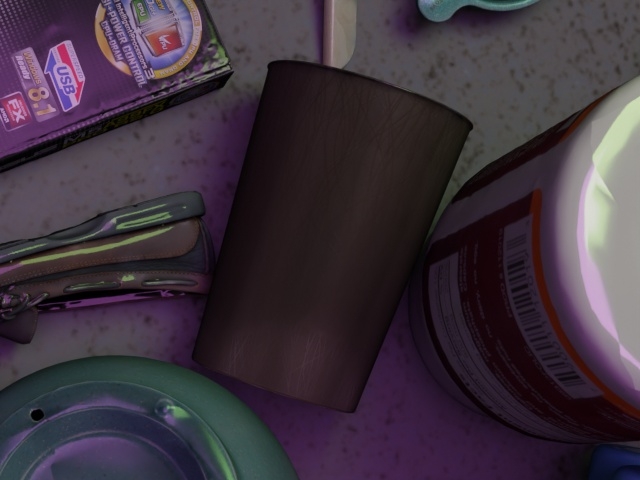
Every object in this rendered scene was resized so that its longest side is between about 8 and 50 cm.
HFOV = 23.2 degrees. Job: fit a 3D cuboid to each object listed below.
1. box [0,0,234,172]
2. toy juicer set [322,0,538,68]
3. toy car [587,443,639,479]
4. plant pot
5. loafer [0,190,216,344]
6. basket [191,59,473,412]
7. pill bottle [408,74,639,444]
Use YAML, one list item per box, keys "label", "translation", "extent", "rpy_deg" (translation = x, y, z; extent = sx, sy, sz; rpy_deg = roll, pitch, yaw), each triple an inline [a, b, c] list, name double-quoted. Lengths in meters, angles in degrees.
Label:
- label: "box"
  translation: [-0.218, -0.206, 1.184]
  extent: [0.216, 0.060, 0.270]
  rpy_deg: [-22, 87, -14]
- label: "toy juicer set"
  translation: [0.129, -0.284, 1.231]
  extent: [0.329, 0.089, 0.209]
  rpy_deg: [-22, 104, -12]
- label: "toy car"
  translation: [0.140, 0.254, 1.130]
  extent: [0.238, 0.210, 0.219]
  rpy_deg: [10, 91, 2]
- label: "plant pot"
  translation: [-0.140, 0.201, 1.034]
  extent: [0.293, 0.196, 0.293]
  rpy_deg: [2, 69, -4]
- label: "loafer"
  translation: [-0.201, 0.036, 1.136]
  extent: [0.267, 0.096, 0.084]
  rpy_deg: [-18, 91, -16]
- label: "basket"
  translation: [0.000, 0.000, 1.146]
  extent: [0.154, 0.204, 0.227]
  rpy_deg: [19, 89, -15]
- label: "pill bottle"
  translation: [0.199, 0.027, 1.065]
  extent: [0.224, 0.392, 0.224]
  rpy_deg: [2, 82, -12]
